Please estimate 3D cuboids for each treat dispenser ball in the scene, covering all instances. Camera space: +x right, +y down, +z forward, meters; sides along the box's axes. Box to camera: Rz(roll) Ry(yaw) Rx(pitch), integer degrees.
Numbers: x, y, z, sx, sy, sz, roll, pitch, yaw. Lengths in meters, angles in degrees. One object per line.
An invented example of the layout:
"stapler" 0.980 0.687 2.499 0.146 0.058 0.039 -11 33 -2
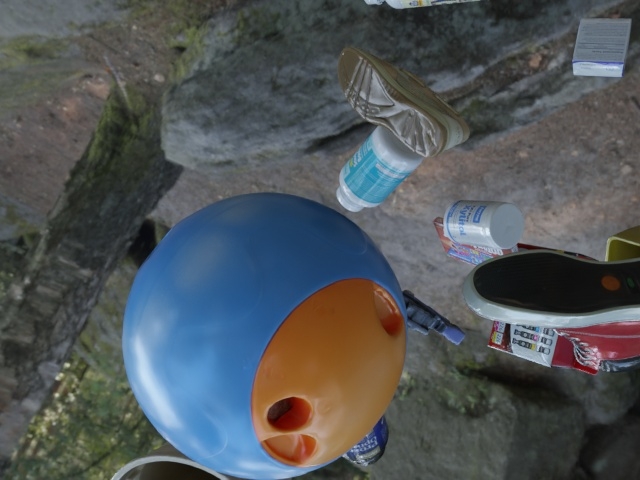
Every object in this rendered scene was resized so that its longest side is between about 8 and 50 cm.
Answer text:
"treat dispenser ball" -0.054 0.094 0.659 0.289 0.288 0.288 15 157 6

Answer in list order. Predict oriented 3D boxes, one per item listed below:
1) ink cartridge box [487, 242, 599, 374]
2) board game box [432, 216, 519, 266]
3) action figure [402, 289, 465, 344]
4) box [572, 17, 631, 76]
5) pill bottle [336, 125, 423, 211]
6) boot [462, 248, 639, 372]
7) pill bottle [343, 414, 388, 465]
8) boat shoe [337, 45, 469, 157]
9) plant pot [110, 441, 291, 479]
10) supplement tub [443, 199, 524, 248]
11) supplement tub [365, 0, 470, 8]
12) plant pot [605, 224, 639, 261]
"ink cartridge box" 0.635 0.180 1.737 0.130 0.309 0.272 13 180 -40
"board game box" 0.444 0.024 1.787 0.281 0.027 0.145 24 149 51
"action figure" 0.100 0.150 1.278 0.341 0.178 0.330 33 -177 -4
"box" 0.742 -0.509 1.683 0.126 0.137 0.072 10 164 24
"pill bottle" 0.147 -0.186 1.703 0.146 0.146 0.264 25 137 -17
"boot" 0.272 0.094 0.711 0.245 0.088 0.176 2 142 1
"pill bottle" 0.075 0.379 1.311 0.123 0.122 0.219 8 144 21
"boat shoe" 0.165 -0.297 1.342 0.341 0.110 0.121 49 141 27
"plant pot" -0.188 0.460 1.241 0.334 0.305 0.333 6 112 15
"supplement tub" 0.243 -0.025 0.960 0.071 0.071 0.107 29 170 -26
"supplement tub" 0.266 -0.687 1.531 0.325 0.235 0.235 0 153 17
"plant pot" 0.674 0.074 1.196 0.212 0.187 0.212 21 129 42
